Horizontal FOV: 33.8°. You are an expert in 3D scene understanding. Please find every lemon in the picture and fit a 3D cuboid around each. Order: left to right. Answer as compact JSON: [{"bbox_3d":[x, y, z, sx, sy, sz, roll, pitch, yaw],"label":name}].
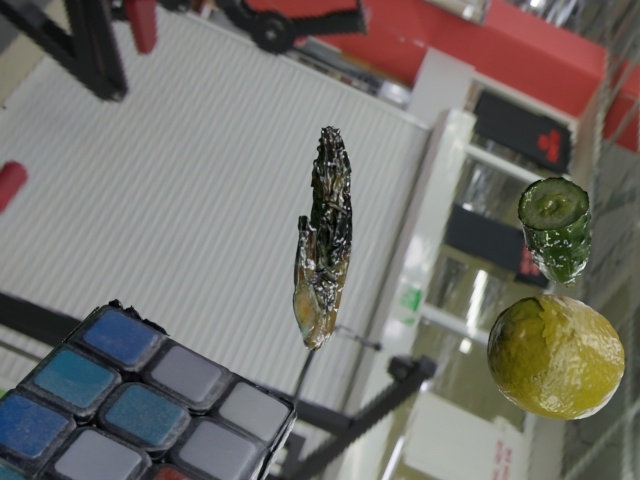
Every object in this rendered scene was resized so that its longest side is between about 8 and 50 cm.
[{"bbox_3d":[0.332,0.164,1.488,0.180,0.193,0.180,172,-90,-71],"label":"lemon"}]

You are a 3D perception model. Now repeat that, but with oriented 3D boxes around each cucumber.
[{"bbox_3d":[0.446,0.006,1.958,0.244,0.134,0.134,67,35,-43],"label":"cucumber"}]

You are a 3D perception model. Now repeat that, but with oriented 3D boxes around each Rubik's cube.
[{"bbox_3d":[-0.290,0.366,1.505,0.363,0.362,0.359,-66,175,31],"label":"Rubik's cube"}]

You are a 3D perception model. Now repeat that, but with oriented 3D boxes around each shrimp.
[{"bbox_3d":[0.000,0.000,1.698,0.233,0.071,0.365,-33,127,-72],"label":"shrimp"}]
